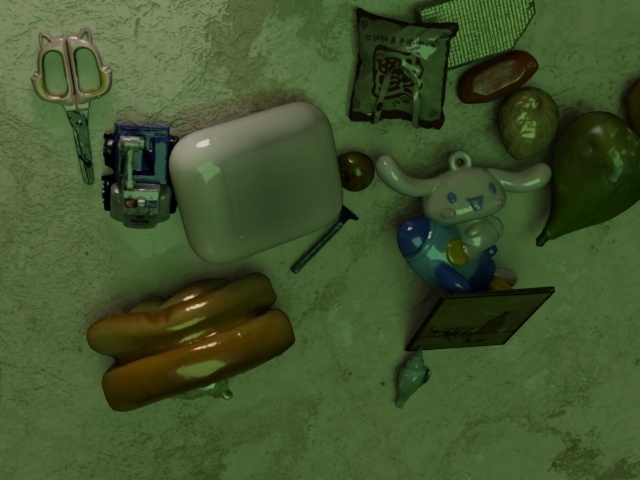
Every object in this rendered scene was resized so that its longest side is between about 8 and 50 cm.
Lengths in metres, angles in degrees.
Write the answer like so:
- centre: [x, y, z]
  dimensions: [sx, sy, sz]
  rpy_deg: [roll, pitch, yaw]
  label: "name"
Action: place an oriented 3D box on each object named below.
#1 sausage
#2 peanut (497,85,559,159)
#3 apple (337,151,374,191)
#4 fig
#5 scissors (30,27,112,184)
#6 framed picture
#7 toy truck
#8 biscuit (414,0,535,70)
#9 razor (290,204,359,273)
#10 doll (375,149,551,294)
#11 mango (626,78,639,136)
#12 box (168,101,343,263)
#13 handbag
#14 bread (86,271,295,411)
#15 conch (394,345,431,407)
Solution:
- centre: [0.378, -0.350, 1.846]
  dimensions: [0.179, 0.089, 0.089]
  rpy_deg: [-27, 113, 9]
  label: "sausage"
- centre: [0.453, -0.258, 1.878]
  dimensions: [0.141, 0.109, 0.159]
  rpy_deg: [-40, 127, -29]
  label: "peanut"
- centre: [0.072, -0.150, 1.856]
  dimensions: [0.089, 0.090, 0.074]
  rpy_deg: [58, 48, -22]
  label: "apple"
- centre: [0.583, -0.148, 1.908]
  dimensions: [0.233, 0.233, 0.314]
  rpy_deg: [33, 139, -20]
  label: "fig"
- centre: [-0.489, -0.263, 1.735]
  dimensions: [0.160, 0.024, 0.317]
  rpy_deg: [-8, 111, -9]
  label: "scissors"
- centre: [0.351, 0.183, 1.946]
  dimensions: [0.256, 0.014, 0.338]
  rpy_deg: [-3, 154, -11]
  label: "framed picture"
- centre: [-0.360, -0.125, 1.729]
  dimensions: [0.161, 0.177, 0.213]
  rpy_deg: [1, 109, -13]
  label: "toy truck"
- centre: [0.330, -0.458, 1.814]
  dimensions: [0.253, 0.052, 0.150]
  rpy_deg: [-19, 116, -2]
  label: "biscuit"
- centre: [0.001, 0.002, 1.924]
  dimensions: [0.066, 0.033, 0.190]
  rpy_deg: [41, 98, -21]
  label: "razor"
- centre: [0.303, -0.014, 1.879]
  dimensions: [0.376, 0.187, 0.365]
  rpy_deg: [4, 102, 9]
  label: "doll"
- centre: [0.769, -0.272, 1.949]
  dimensions: [0.136, 0.099, 0.227]
  rpy_deg: [-41, 121, -3]
  label: "mango"
- centre: [-0.125, -0.118, 1.768]
  dimensions: [0.349, 0.141, 0.288]
  rpy_deg: [-21, 120, -18]
  label: "box"
- centre: [0.166, -0.349, 1.774]
  dimensions: [0.213, 0.127, 0.234]
  rpy_deg: [9, 114, 11]
  label: "handbag"
- centre: [-0.274, 0.224, 1.870]
  dimensions: [0.424, 0.329, 0.245]
  rpy_deg: [-20, 71, -3]
  label: "bread"
- centre: [0.221, 0.325, 2.075]
  dimensions: [0.065, 0.088, 0.180]
  rpy_deg: [29, 119, 24]
  label: "conch"
